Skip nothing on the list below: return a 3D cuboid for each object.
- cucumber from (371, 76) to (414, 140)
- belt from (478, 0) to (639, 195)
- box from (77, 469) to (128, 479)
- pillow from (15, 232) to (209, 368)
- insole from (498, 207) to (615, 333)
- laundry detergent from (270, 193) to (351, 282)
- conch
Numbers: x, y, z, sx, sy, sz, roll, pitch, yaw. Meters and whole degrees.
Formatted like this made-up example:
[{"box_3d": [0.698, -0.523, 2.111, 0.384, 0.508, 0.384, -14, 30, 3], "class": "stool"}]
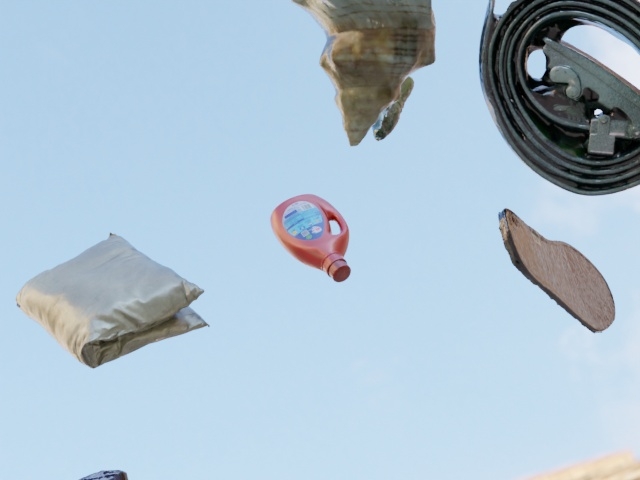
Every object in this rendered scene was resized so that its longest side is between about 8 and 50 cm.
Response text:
[{"box_3d": [0.086, -0.170, 1.755, 0.037, 0.155, 0.037, 11, -50, 13], "class": "cucumber"}, {"box_3d": [0.279, -0.172, 1.478, 0.206, 0.267, 0.116, -45, -3, 15], "class": "belt"}, {"box_3d": [-0.234, 0.413, 1.579, 0.071, 0.259, 0.168, -6, -31, -19], "class": "box"}, {"box_3d": [-0.200, 0.062, 1.323, 0.134, 0.181, 0.078, -22, -64, -29], "class": "pillow"}, {"box_3d": [0.253, 0.032, 1.448, 0.012, 0.110, 0.309, -23, -28, 23], "class": "insole"}, {"box_3d": [0.000, 0.000, 1.931, 0.097, 0.165, 0.049, -26, -45, -14], "class": "laundry detergent"}, {"box_3d": [0.055, -0.300, 1.554, 0.169, 0.203, 0.386, -10, -75, -24], "class": "conch"}]
